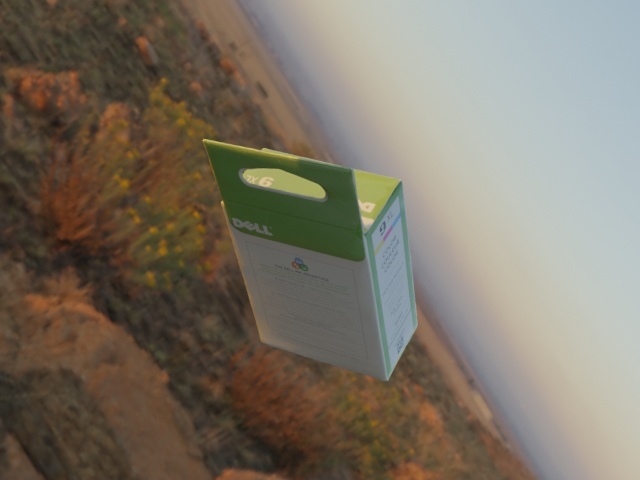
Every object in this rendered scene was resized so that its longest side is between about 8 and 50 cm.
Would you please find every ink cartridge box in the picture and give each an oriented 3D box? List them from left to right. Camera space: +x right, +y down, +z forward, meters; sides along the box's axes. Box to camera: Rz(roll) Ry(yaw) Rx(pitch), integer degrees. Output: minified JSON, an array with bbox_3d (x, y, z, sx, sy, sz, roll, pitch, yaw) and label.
[{"bbox_3d":[0.000,0.000,0.723,0.109,0.062,0.209,15,-39,24],"label":"ink cartridge box"}]
